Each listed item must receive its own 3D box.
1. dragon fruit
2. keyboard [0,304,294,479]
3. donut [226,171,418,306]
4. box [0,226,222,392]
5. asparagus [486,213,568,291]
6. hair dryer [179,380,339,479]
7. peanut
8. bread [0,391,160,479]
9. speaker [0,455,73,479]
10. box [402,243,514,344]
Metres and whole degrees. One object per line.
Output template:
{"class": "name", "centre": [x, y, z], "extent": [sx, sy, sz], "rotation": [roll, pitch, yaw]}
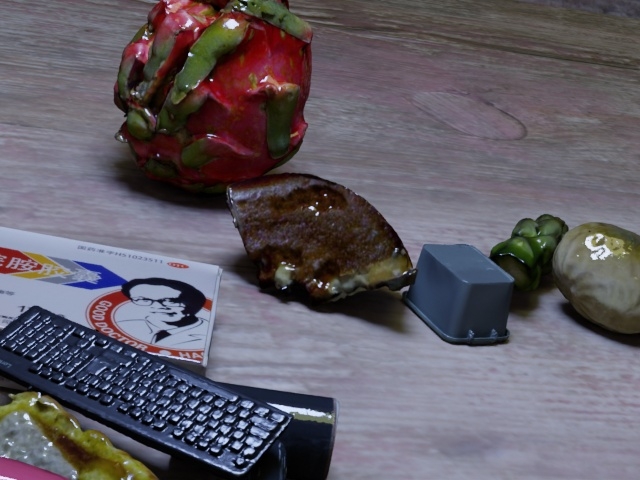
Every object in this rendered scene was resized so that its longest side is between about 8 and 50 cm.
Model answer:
{"class": "dragon fruit", "centre": [-0.124, -0.193, 1.579], "extent": [0.237, 0.302, 0.231], "rotation": [10, 47, -21]}
{"class": "keyboard", "centre": [-0.147, 0.113, 1.012], "extent": [0.251, 0.017, 0.087], "rotation": [21, 38, 22]}
{"class": "donut", "centre": [0.010, -0.005, 1.405], "extent": [0.187, 0.144, 0.126], "rotation": [-10, -4, 11]}
{"class": "box", "centre": [-0.271, 0.057, 1.183], "extent": [0.353, 0.069, 0.214], "rotation": [12, 21, -5]}
{"class": "asparagus", "centre": [0.245, 0.015, 1.551], "extent": [0.080, 0.080, 0.287], "rotation": [19, 21, 17]}
{"class": "hair dryer", "centre": [-0.057, 0.189, 0.970], "extent": [0.128, 0.070, 0.255], "rotation": [11, 26, -3]}
{"class": "peanut", "centre": [0.370, 0.059, 1.475], "extent": [0.236, 0.110, 0.120], "rotation": [22, 17, 2]}
{"class": "bread", "centre": [-0.177, 0.193, 0.780], "extent": [0.181, 0.096, 0.222], "rotation": [-32, 41, -25]}
{"class": "speaker", "centre": [-0.162, 0.231, 0.506], "extent": [0.294, 0.294, 0.294], "rotation": [11, 21, -4]}
{"class": "box", "centre": [0.149, 0.053, 1.408], "extent": [0.084, 0.069, 0.122], "rotation": [1, 23, -28]}
